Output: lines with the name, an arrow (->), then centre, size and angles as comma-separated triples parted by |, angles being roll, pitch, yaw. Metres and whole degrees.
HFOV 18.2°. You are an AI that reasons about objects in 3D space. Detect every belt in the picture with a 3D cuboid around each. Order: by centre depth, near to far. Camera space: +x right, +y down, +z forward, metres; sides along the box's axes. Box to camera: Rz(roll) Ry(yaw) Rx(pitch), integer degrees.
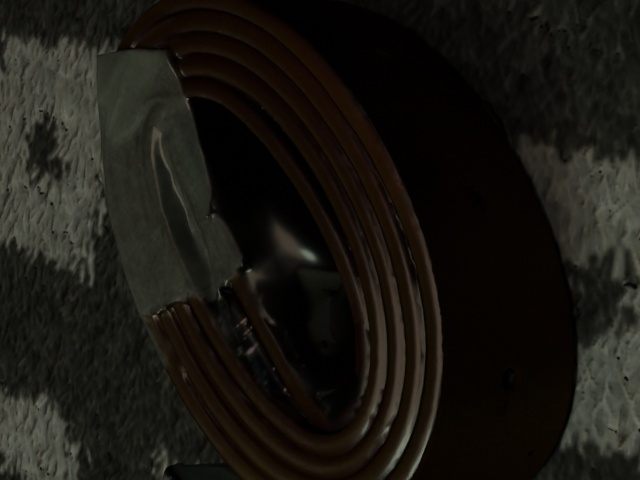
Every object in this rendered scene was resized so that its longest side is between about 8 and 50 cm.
belt -> 0.000, 0.000, 1.103 | 0.217, 0.122, 0.339 | -52, 56, 32

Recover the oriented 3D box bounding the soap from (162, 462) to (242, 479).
soap -> -0.019, 0.232, 1.140 | 0.230, 0.091, 0.145 | 32, 113, 42
